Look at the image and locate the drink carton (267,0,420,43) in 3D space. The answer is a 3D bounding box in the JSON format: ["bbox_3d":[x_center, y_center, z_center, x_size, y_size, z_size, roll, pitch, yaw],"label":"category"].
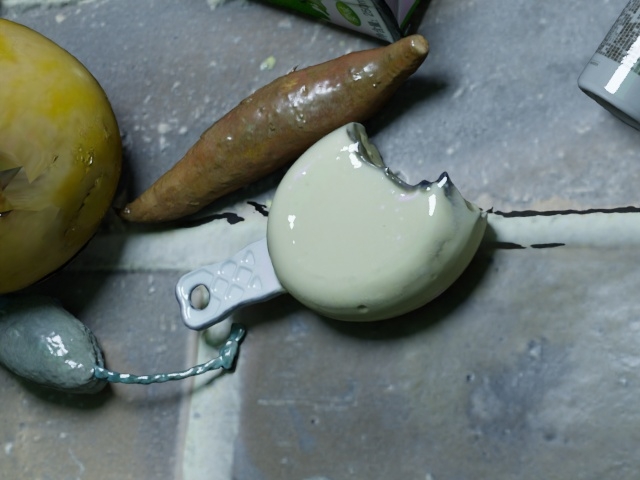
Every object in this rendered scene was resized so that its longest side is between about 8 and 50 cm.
[{"bbox_3d":[-0.038,-0.267,1.360,0.271,0.161,0.108,22,76,29],"label":"drink carton"}]

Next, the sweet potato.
[{"bbox_3d":[-0.042,-0.094,1.385,0.314,0.066,0.072,-25,69,22],"label":"sweet potato"}]

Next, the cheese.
[{"bbox_3d":[0.005,0.019,1.330,0.249,0.071,0.163,-44,63,11],"label":"cheese"}]

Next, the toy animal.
[{"bbox_3d":[-0.191,0.093,1.415,0.253,0.070,0.079,8,98,25],"label":"toy animal"}]

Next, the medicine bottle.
[{"bbox_3d":[0.258,-0.152,1.240,0.079,0.079,0.140,35,94,29],"label":"medicine bottle"}]

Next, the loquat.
[{"bbox_3d":[-0.281,-0.071,1.406,0.235,0.235,0.235,-6,75,25],"label":"loquat"}]
